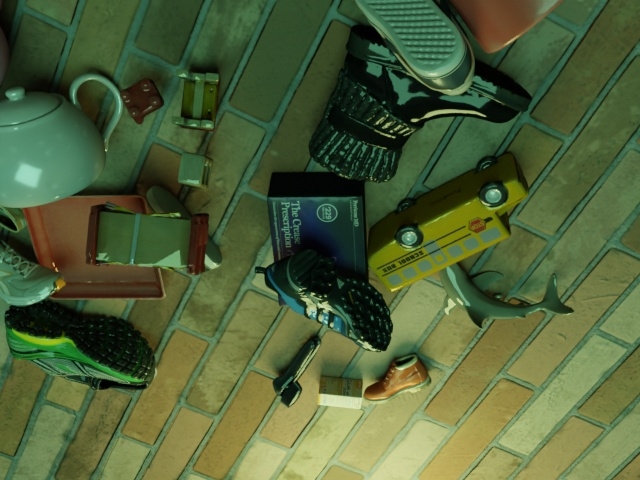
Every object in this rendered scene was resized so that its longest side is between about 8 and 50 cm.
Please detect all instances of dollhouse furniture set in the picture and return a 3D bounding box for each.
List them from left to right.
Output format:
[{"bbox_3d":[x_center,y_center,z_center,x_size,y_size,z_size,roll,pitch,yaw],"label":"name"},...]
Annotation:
[{"bbox_3d":[-0.299,-0.125,1.637,0.201,0.152,0.374,7,91,-1],"label":"dollhouse furniture set"}]

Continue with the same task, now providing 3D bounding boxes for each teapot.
[{"bbox_3d":[-0.514,-0.189,1.600,0.252,0.256,0.187,0,120,16],"label":"teapot"}]

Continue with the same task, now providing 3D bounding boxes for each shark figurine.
[{"bbox_3d":[0.354,0.139,1.806,0.278,0.116,0.166,15,125,-2],"label":"shark figurine"}]

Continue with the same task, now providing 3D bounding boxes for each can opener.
[{"bbox_3d":[-0.048,0.285,1.980,0.073,0.059,0.186,35,114,14],"label":"can opener"}]

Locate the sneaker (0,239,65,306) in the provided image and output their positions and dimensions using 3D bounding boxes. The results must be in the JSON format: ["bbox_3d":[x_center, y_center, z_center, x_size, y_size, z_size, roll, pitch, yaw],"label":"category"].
[{"bbox_3d":[-0.642,0.057,1.826,0.262,0.099,0.121,5,118,27],"label":"sneaker"}]

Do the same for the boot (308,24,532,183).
[{"bbox_3d":[0.170,-0.209,1.572,0.348,0.131,0.260,20,117,5],"label":"boot"}]

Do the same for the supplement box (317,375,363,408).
[{"bbox_3d":[0.045,0.342,2.001,0.098,0.062,0.036,5,123,1],"label":"supplement box"}]

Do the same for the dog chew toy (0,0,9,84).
[{"bbox_3d":[-0.630,-0.397,1.496,0.206,0.206,0.332,11,116,-2],"label":"dog chew toy"}]

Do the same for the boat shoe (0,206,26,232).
[{"bbox_3d":[-0.675,-0.082,1.780,0.190,0.072,0.068,32,121,-15],"label":"boat shoe"}]

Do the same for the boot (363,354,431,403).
[{"bbox_3d":[0.158,0.305,1.973,0.158,0.059,0.085,-24,116,10],"label":"boot"}]

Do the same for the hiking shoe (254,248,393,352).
[{"bbox_3d":[0.021,0.116,1.727,0.132,0.113,0.304,-9,137,48],"label":"hiking shoe"}]

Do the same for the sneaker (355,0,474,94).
[{"bbox_3d":[0.142,-0.358,1.416,0.126,0.321,0.127,-29,151,13],"label":"sneaker"}]

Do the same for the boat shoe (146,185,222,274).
[{"bbox_3d":[-0.288,-0.013,1.786,0.070,0.078,0.219,-26,119,20],"label":"boat shoe"}]

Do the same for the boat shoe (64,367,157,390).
[{"bbox_3d":[-0.490,0.310,2.024,0.228,0.076,0.080,4,124,3],"label":"boat shoe"}]

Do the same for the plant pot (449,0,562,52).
[{"bbox_3d":[0.269,-0.461,1.331,0.243,0.275,0.275,44,118,-11],"label":"plant pot"}]

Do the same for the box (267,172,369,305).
[{"bbox_3d":[0.000,0.000,1.754,0.184,0.103,0.261,-2,124,4],"label":"box"}]

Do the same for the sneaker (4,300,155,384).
[{"bbox_3d":[-0.527,0.242,1.967,0.343,0.134,0.146,19,131,3],"label":"sneaker"}]

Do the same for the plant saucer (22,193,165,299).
[{"bbox_3d":[-0.461,0.007,1.835,0.259,0.048,0.258,0,124,7],"label":"plant saucer"}]

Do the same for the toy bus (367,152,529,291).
[{"bbox_3d":[0.246,-0.032,1.701,0.332,0.108,0.130,-28,118,22],"label":"toy bus"}]
